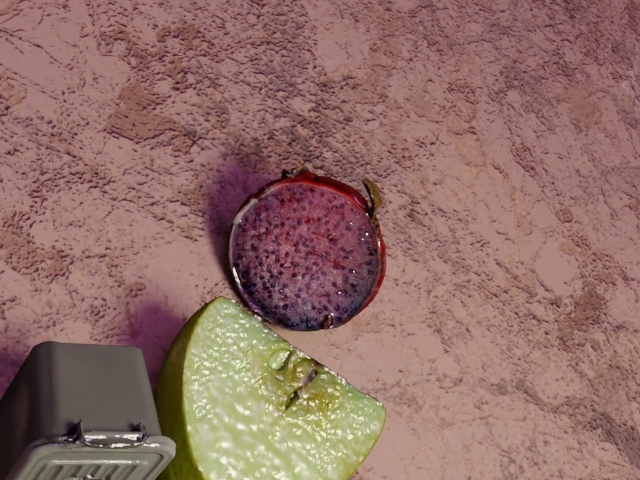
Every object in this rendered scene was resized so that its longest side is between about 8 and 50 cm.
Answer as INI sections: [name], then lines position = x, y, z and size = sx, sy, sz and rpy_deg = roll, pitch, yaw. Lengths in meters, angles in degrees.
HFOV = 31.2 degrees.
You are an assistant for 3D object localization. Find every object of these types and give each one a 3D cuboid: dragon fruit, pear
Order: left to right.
[pear]
position = -0.091, 0.241, 1.399
size = 0.292, 0.159, 0.292
rpy_deg = 12, 62, -23
[dragon fruit]
position = -0.003, 0.002, 1.565
size = 0.148, 0.218, 0.224
rpy_deg = -36, 134, -69

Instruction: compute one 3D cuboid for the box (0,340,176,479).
[box]
position = -0.273, 0.216, 1.254
size = 0.163, 0.243, 0.135
rpy_deg = 6, 53, -29
